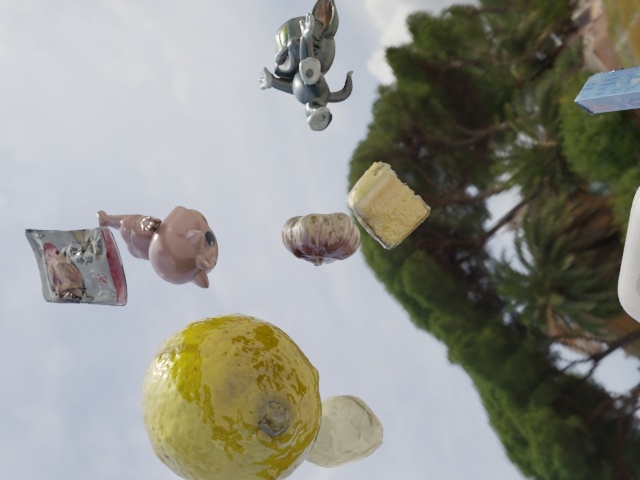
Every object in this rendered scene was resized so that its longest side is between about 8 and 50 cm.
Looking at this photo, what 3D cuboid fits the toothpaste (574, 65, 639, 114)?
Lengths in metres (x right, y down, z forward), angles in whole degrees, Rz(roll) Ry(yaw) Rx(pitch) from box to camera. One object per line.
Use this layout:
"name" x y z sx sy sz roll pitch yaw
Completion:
"toothpaste" 0.554 -0.272 1.819 0.053 0.066 0.272 32 176 -14

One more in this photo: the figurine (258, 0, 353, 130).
"figurine" -0.014 -0.333 1.896 0.140 0.193 0.265 -9 -128 -32

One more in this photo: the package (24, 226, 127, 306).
"package" -0.460 0.047 1.913 0.030 0.239 0.154 -31 -66 -54

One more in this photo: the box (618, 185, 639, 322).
"box" 0.754 0.050 2.077 0.141 0.348 0.289 -18 -145 -29

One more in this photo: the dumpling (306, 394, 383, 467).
"dumpling" 0.058 0.419 2.223 0.167 0.126 0.216 27 -168 23

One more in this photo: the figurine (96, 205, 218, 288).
"figurine" -0.326 -0.012 2.147 0.186 0.288 0.176 -42 -49 -39

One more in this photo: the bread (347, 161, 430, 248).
"bread" 0.106 -0.062 1.694 0.125 0.106 0.082 46 -176 -26

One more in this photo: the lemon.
"lemon" -0.165 0.308 1.920 0.350 0.349 0.387 42 163 -15

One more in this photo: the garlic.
"garlic" 0.000 0.000 1.970 0.147 0.159 0.101 20 -109 -61
